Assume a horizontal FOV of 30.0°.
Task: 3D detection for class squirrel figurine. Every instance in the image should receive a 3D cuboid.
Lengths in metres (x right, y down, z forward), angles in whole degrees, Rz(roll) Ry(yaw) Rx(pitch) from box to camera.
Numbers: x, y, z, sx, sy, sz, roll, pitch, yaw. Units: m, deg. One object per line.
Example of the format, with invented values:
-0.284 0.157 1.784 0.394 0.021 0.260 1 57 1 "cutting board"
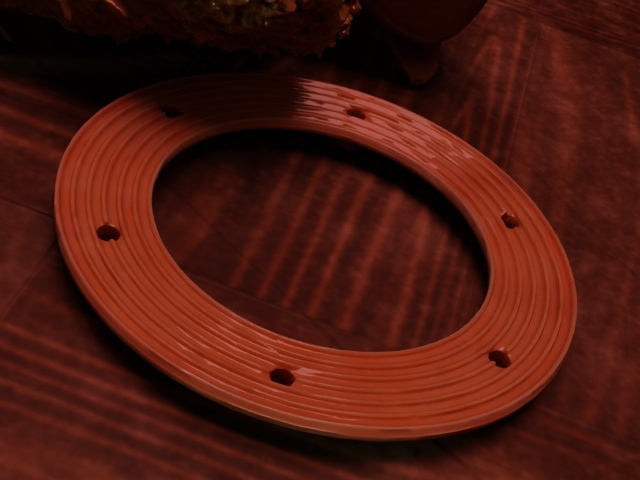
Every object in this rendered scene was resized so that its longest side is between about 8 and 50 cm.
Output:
-0.046 -0.237 0.874 0.370 0.281 0.397 28 41 -6 "squirrel figurine"

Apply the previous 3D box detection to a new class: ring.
0.000 0.000 0.756 0.337 0.032 0.336 12 38 -10 "ring"

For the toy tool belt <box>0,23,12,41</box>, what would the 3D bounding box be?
-0.258 -0.167 0.842 0.083 0.052 0.051 38 13 20 "toy tool belt"
